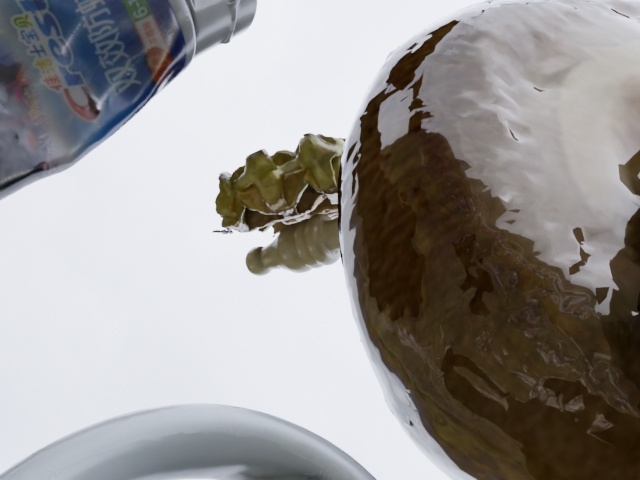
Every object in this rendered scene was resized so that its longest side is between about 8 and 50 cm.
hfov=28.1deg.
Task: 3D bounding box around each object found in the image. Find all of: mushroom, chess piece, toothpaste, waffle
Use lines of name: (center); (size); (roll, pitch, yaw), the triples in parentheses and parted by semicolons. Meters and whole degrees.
mushroom: (0.166, 0.026, 0.556); (0.239, 0.345, 0.345); (-29, -94, 32)
chess piece: (0.000, 0.000, 0.685); (0.092, 0.035, 0.035); (-18, -86, 27)
toothpaste: (-0.138, -0.067, 0.555); (0.061, 0.266, 0.096); (-5, -66, 51)
waffle: (-0.002, -0.033, 0.745); (0.160, 0.192, 0.046); (-17, -92, 45)

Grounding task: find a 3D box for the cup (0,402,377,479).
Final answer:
cup: (0.002, 0.206, 0.332); (0.357, 0.274, 0.259); (53, -44, 18)
